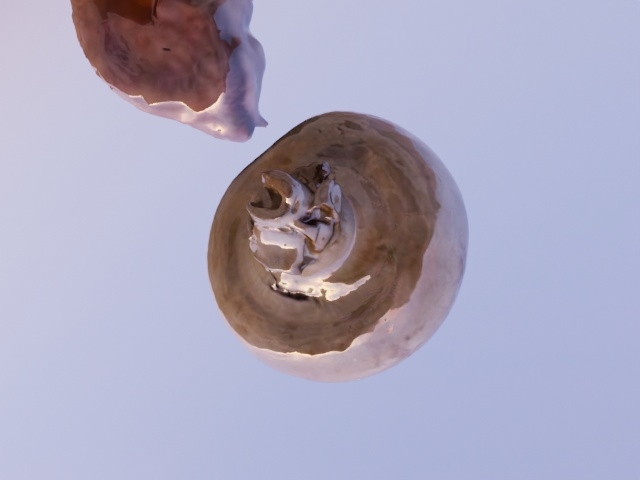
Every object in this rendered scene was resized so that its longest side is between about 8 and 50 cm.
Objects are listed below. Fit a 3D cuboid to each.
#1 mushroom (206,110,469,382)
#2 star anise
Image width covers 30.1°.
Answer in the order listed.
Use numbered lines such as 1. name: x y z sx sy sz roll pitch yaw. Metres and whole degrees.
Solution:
1. mushroom: 0.000 0.000 0.357 0.085 0.085 0.079 -38 162 12
2. star anise: -0.074 -0.156 0.537 0.093 0.229 0.236 -13 -106 12
